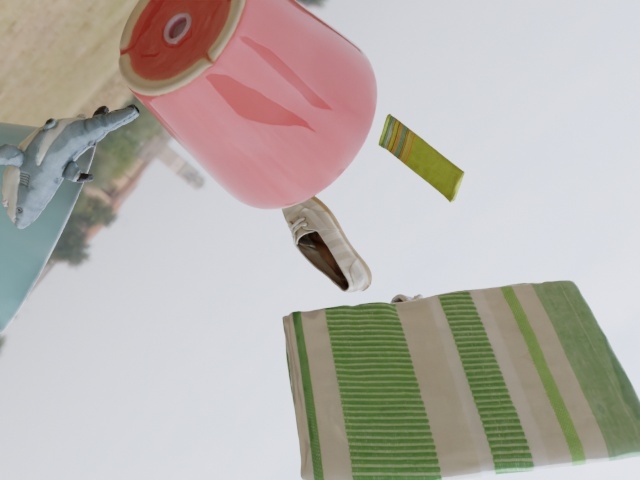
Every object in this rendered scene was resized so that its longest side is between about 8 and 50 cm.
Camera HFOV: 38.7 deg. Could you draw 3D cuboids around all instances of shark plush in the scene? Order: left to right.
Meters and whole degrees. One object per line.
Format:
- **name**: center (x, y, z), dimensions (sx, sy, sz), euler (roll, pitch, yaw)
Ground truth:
- **shark plush**: center (-0.234, -0.078, 0.855), dimensions (0.161, 0.067, 0.073), euler (-29, 171, 2)

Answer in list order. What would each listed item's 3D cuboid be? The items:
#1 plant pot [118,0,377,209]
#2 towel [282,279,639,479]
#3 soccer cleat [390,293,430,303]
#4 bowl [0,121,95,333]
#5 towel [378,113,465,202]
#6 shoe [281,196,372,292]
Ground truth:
- **plant pot**: center (-0.103, -0.208, 1.149), dimensions (0.275, 0.243, 0.274), euler (-16, -120, 29)
- **towel**: center (0.132, 0.140, 0.906), dimensions (0.325, 0.038, 0.247), euler (-7, -142, -3)
- **soccer cleat**: center (0.208, 0.145, 1.630), dimensions (0.331, 0.143, 0.116), euler (-8, 149, -48)
- **bowl**: center (-0.455, -0.043, 1.274), dimensions (0.311, 0.163, 0.311), euler (-50, -157, 31)
- **towel**: center (0.229, -0.190, 2.096), dimensions (0.021, 0.237, 0.102), euler (-34, 153, -29)
- **shoe**: center (0.000, 0.000, 1.515), dimensions (0.058, 0.219, 0.076), euler (-23, 156, -47)
